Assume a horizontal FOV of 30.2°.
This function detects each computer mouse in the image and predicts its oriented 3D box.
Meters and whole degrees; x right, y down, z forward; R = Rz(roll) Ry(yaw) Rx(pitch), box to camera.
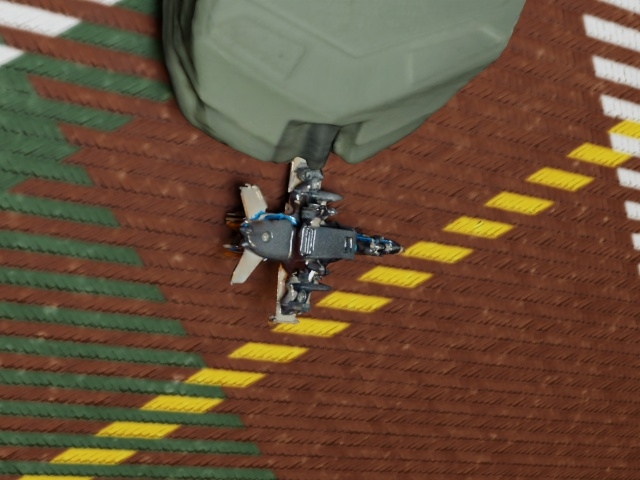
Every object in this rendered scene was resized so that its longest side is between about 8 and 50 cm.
[{"bbox_3d":[0.027,-0.227,0.715,0.228,0.145,0.429,-1,136,-21],"label":"computer mouse"}]

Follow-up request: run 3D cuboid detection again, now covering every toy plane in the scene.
[{"bbox_3d":[0.008,0.001,0.914,0.188,0.062,0.135,7,92,-34],"label":"toy plane"}]
